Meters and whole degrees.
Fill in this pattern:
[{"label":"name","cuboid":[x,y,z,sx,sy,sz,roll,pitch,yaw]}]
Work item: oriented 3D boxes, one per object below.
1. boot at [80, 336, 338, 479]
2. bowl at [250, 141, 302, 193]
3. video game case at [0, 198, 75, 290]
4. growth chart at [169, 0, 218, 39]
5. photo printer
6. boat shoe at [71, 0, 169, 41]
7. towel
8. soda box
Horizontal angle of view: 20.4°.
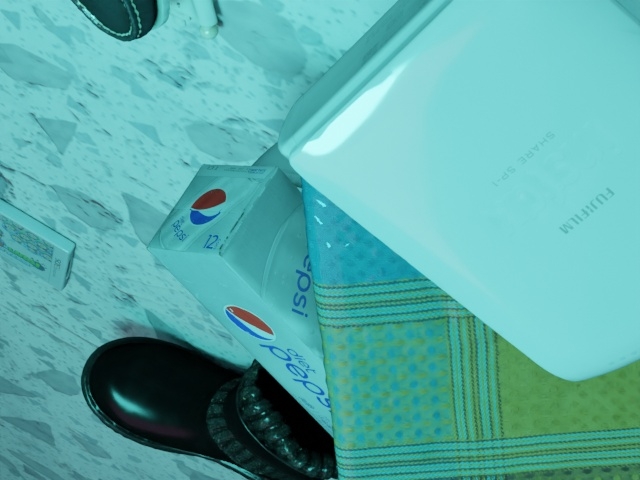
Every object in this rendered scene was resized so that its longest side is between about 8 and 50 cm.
[{"label":"boot","cuboid":[-0.115,0.192,2.114,0.348,0.131,0.260,21,164,-3]},{"label":"bowl","cuboid":[0.064,-0.008,1.497,0.298,0.134,0.298,26,157,12]},{"label":"video game case","cuboid":[-0.376,-0.005,2.183,0.157,0.019,0.143,31,157,1]},{"label":"growth chart","cuboid":[-0.187,-0.241,1.478,0.237,0.021,0.172,17,152,29]},{"label":"photo printer","cuboid":[0.165,-0.055,1.185,0.307,0.107,0.256,39,120,-17]},{"label":"boat shoe","cuboid":[-0.223,-0.257,1.361,0.114,0.091,0.302,2,138,44]},{"label":"towel","cuboid":[0.132,0.063,1.345,0.271,0.040,0.370,-3,119,7]},{"label":"soda box","cuboid":[-0.004,0.062,1.434,0.098,0.091,0.286,4,145,49]}]
